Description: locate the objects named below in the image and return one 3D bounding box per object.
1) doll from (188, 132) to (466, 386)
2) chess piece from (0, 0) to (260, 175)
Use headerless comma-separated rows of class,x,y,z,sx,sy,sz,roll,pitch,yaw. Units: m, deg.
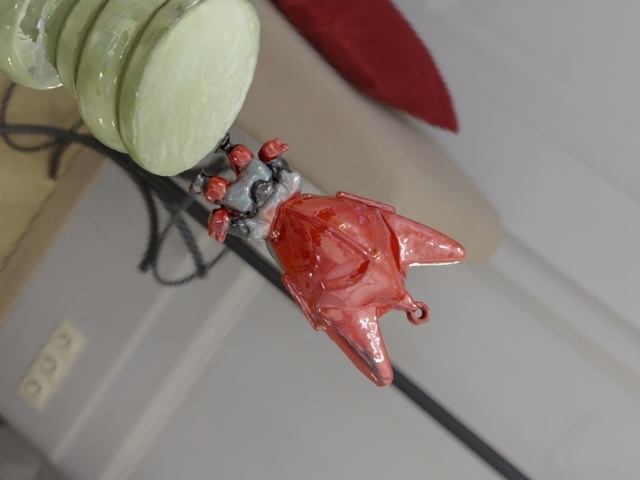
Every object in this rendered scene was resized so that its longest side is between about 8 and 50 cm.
doll,0.000,0.000,0.764,0.109,0.169,0.057,-56,-169,-23
chess piece,-0.186,-0.162,0.926,0.144,0.251,0.144,-46,151,-34
